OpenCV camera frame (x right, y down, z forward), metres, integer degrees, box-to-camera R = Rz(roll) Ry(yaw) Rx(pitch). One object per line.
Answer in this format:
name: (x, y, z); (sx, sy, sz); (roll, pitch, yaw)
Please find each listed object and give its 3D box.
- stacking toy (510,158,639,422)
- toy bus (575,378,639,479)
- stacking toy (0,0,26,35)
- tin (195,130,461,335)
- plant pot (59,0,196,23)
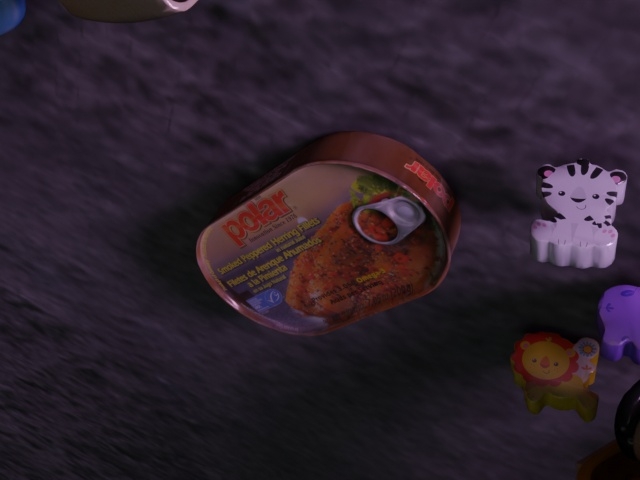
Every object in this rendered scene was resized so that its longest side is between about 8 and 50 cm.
stacking toy: (0.205, 0.042, 0.421); (0.221, 0.052, 0.167); (7, 144, 17)
toy bus: (0.176, 0.133, 0.417); (0.191, 0.202, 0.104); (32, 174, -32)
stacking toy: (-0.306, -0.082, 0.395); (0.175, 0.302, 0.166); (-8, 129, 39)
tin: (0.000, 0.000, 0.513); (0.106, 0.040, 0.189); (41, 140, -21)
plant pot: (-0.083, -0.151, 0.348); (0.109, 0.109, 0.096); (48, 151, -22)
